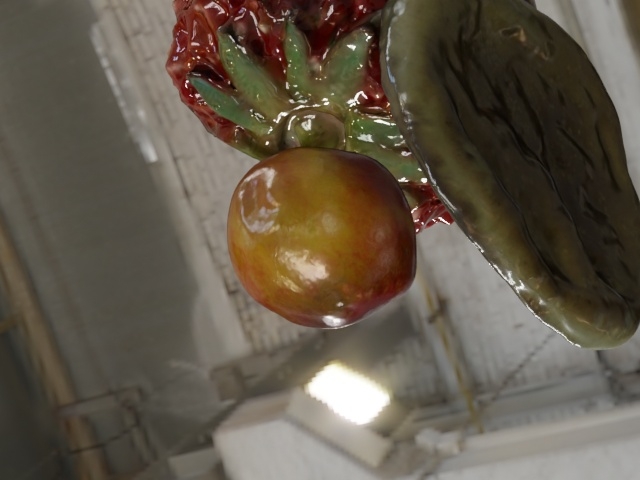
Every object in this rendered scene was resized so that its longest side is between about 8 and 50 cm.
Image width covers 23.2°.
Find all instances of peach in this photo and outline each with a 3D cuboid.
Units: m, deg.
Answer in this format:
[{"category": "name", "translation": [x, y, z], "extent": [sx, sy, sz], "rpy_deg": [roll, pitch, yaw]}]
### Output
[{"category": "peach", "translation": [-0.001, 0.002, 0.800], "extent": [0.100, 0.100, 0.101], "rpy_deg": [31, -129, -47]}]

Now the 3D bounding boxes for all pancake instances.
[{"category": "pancake", "translation": [0.147, -0.066, 1.096], "extent": [0.294, 0.049, 0.295], "rpy_deg": [31, -135, -36]}]

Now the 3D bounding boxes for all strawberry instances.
[{"category": "strawberry", "translation": [0.050, -0.194, 1.386], "extent": [0.345, 0.317, 0.295], "rpy_deg": [-63, -14, -45]}]
